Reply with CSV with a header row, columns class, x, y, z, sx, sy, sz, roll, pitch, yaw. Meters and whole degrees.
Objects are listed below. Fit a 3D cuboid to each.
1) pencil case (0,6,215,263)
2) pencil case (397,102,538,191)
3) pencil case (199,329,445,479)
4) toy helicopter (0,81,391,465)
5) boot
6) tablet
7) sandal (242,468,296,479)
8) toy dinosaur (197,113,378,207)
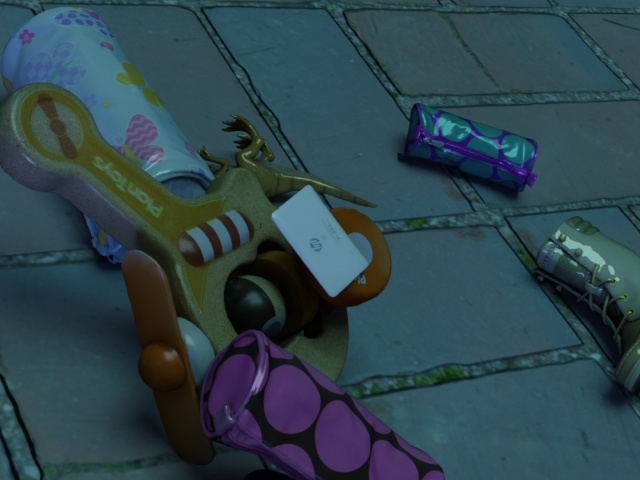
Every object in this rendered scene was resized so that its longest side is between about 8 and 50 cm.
class,x,y,z,sx,sy,sz,roll,pitch,yaw
pencil case,-0.203,-0.101,1.185,0.113,0.124,0.273,22,28,-54
pencil case,0.169,-0.104,1.418,0.151,0.065,0.070,16,23,-9
pencil case,0.002,0.159,0.946,0.209,0.095,0.098,37,48,-22
toy helicopter,-0.121,0.016,1.003,0.355,0.140,0.235,40,50,-20
boot,0.291,0.059,1.282,0.165,0.077,0.213,33,34,11
tablet,0.000,0.000,1.011,0.083,0.006,0.054,53,49,-4
sandal,-0.046,0.268,0.891,0.097,0.054,0.254,31,28,-6
toy dinosaur,-0.059,-0.065,1.272,0.211,0.064,0.112,-3,62,-17
